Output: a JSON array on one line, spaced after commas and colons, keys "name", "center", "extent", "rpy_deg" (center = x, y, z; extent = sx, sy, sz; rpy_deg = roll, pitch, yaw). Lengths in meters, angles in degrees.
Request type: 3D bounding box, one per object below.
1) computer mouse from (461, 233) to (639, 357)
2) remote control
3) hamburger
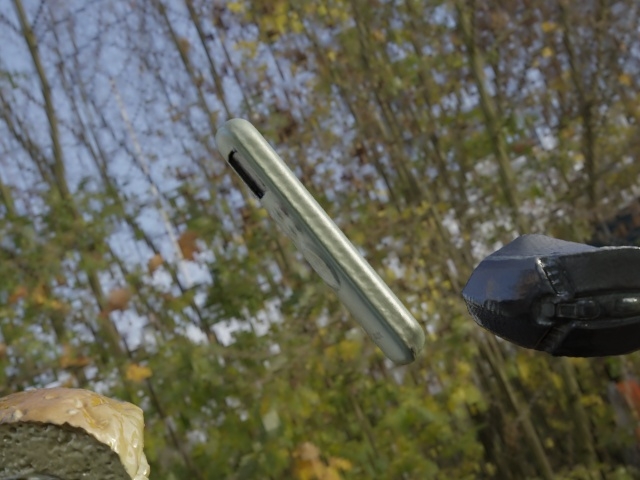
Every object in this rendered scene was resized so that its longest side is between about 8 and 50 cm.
[{"name": "computer mouse", "center": [0.220, 0.052, 1.074], "extent": [0.192, 0.106, 0.062], "rpy_deg": [2, 18, 13]}, {"name": "remote control", "center": [0.000, 0.000, 1.246], "extent": [0.038, 0.309, 0.090], "rpy_deg": [-39, 0, -14]}, {"name": "hamburger", "center": [-0.214, 0.158, 0.911], "extent": [0.207, 0.135, 0.155], "rpy_deg": [-34, 10, 29]}]
